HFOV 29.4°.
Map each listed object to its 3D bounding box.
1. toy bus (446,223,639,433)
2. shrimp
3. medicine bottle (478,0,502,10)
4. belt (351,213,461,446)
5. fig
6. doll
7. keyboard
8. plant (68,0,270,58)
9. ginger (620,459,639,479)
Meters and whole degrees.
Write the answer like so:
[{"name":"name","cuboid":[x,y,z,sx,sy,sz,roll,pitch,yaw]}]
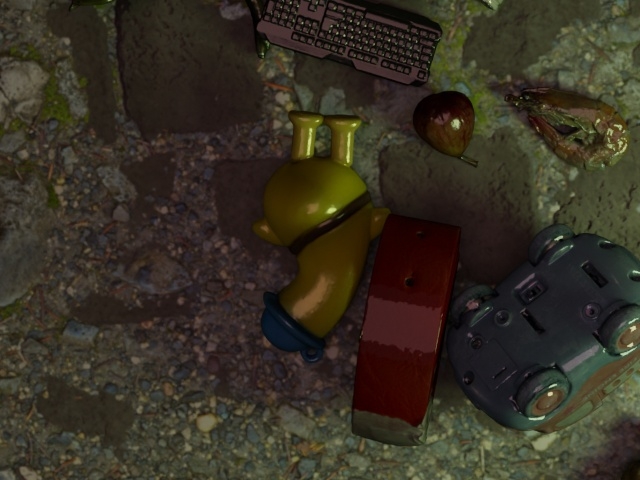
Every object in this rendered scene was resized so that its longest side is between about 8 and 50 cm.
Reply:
[{"name":"toy bus","cuboid":[0.334,0.141,1.673,0.294,0.232,0.197,-40,51,3]},{"name":"shrimp","cuboid":[0.349,-0.166,1.741,0.190,0.042,0.101,26,104,5]},{"name":"medicine bottle","cuboid":[0.252,-0.377,1.735,0.057,0.057,0.089,38,97,4]},{"name":"belt","cuboid":[0.116,0.130,1.694,0.115,0.227,0.324,10,92,10]},{"name":"fig","cuboid":[0.185,-0.151,1.752,0.088,0.089,0.125,-20,113,8]},{"name":"doll","cuboid":[0.000,0.000,1.750,0.199,0.145,0.363,4,100,3]},{"name":"keyboard","cuboid":[0.041,-0.303,1.772,0.262,0.016,0.106,17,95,0]},{"name":"plant","cuboid":[-0.229,-0.421,1.800,0.333,0.180,0.251,14,89,-25]},{"name":"ginger","cuboid":[0.461,0.352,1.722,0.080,0.104,0.204,27,81,21]}]
